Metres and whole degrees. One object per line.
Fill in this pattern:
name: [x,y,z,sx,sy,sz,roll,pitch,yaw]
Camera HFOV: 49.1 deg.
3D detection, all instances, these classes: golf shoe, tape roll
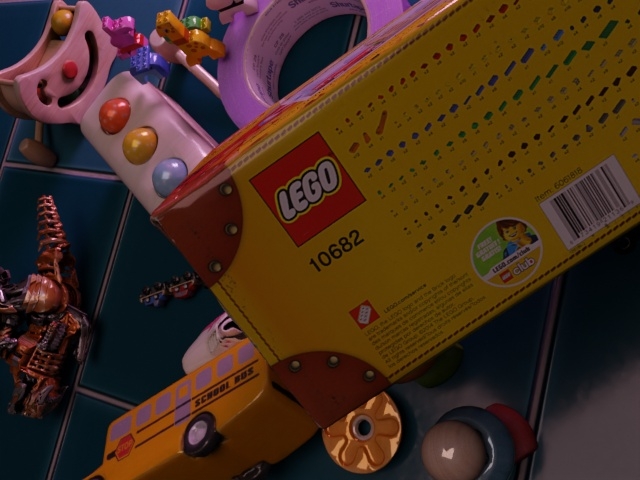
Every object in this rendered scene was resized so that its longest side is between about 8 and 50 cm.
golf shoe: [-0.116,0.118,0.904,0.186,0.086,0.067,-36,64,17]
tape roll: [-0.002,-0.242,0.940,0.275,0.090,0.274,-8,73,28]

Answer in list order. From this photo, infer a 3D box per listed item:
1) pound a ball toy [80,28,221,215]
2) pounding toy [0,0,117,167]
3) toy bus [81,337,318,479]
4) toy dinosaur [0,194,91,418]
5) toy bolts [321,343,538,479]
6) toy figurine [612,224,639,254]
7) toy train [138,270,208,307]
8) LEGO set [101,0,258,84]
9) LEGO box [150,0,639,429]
pound a ball toy: [-0.215,-0.164,1.008,0.208,0.136,0.319,-49,60,8]
pounding toy: [-0.470,-0.270,1.166,0.155,0.154,0.269,14,83,31]
toy bus: [-0.161,0.248,0.859,0.333,0.108,0.130,-33,38,19]
toy dinosaur: [-0.443,0.102,1.080,0.219,0.164,0.321,1,58,14]
toy bolts: [0.087,0.184,0.729,0.228,0.158,0.218,42,98,31]
toy figurine: [0.374,-0.041,0.642,0.209,0.148,0.213,-46,59,10]
toy train: [-0.193,0.065,0.996,0.158,0.027,0.036,-19,79,23]
LEGO set: [-0.205,-0.282,0.941,0.227,0.093,0.087,-13,65,20]
LEGO box: [0.140,-0.122,0.604,0.500,0.372,0.193,-35,103,5]
